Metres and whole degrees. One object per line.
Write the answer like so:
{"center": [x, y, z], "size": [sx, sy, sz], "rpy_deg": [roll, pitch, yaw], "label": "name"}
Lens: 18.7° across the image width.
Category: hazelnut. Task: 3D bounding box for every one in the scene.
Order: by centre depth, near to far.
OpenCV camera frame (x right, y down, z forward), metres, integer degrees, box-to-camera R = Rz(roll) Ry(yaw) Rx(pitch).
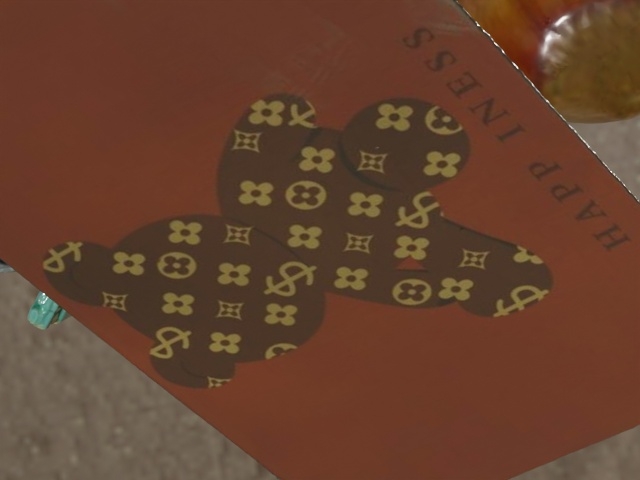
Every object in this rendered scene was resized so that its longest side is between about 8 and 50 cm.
{"center": [0.222, -0.194, 1.649], "size": [0.186, 0.210, 0.210], "rpy_deg": [50, 35, -27], "label": "hazelnut"}

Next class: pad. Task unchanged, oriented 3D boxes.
{"center": [0.000, 0.000, 0.604], "size": [0.267, 0.181, 0.004], "rpy_deg": [42, 34, -32], "label": "pad"}

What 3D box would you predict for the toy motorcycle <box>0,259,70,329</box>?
{"center": [-0.166, -0.012, 1.435], "size": [0.198, 0.109, 0.296], "rpy_deg": [38, 26, 10], "label": "toy motorcycle"}
